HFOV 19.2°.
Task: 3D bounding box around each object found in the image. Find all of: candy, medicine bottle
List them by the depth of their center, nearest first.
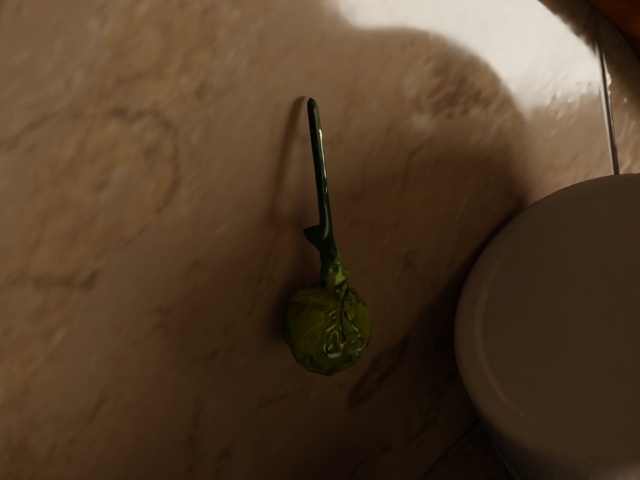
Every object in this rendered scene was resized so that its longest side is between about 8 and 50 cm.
[{"bbox_3d":[0.000,0.000,0.731,0.035,0.035,0.123,-19,127,-20],"label":"candy"},{"bbox_3d":[0.171,0.100,0.914,0.165,0.165,0.273,-48,143,-12],"label":"medicine bottle"}]

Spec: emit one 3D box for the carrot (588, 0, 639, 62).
[{"bbox_3d":[0.163,-0.089,0.838,0.061,0.061,0.256,-54,151,-2],"label":"carrot"}]
